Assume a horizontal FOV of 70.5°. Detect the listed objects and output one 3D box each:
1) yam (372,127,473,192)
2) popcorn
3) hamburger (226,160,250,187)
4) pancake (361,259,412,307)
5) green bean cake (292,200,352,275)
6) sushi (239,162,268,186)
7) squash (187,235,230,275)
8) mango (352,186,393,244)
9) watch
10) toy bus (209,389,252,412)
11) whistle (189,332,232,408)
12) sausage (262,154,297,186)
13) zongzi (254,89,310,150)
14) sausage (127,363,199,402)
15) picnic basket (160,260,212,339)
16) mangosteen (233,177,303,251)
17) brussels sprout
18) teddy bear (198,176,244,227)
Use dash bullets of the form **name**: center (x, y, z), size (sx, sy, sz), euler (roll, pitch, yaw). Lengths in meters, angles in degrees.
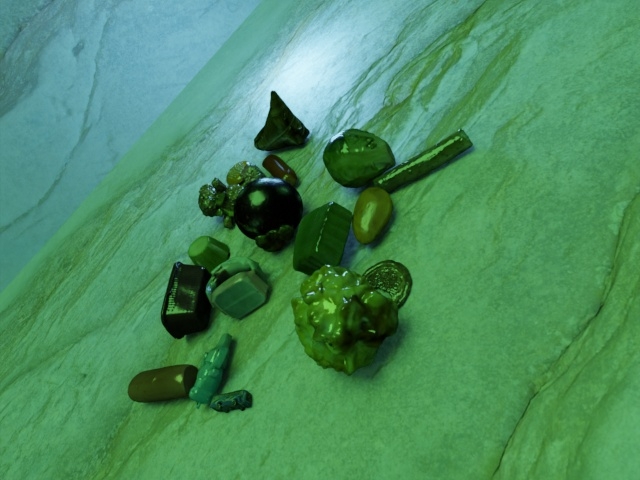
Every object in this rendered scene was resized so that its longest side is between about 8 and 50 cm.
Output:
- **yam**: center (0.358, -0.271, 1.617), size (0.371, 0.083, 0.083), euler (-30, 45, 19)
- **popcorn**: center (0.056, 0.218, 1.330), size (0.312, 0.312, 0.312), euler (-20, 49, 24)
- **hamburger**: center (-0.370, -0.303, 2.162), size (0.162, 0.115, 0.162), euler (-21, 47, 23)
- **pancake**: center (0.205, 0.141, 1.462), size (0.190, 0.020, 0.184), euler (-6, 56, 34)
- **green bean cake**: center (0.000, 0.000, 1.613), size (0.222, 0.125, 0.248), euler (-22, 43, 53)
- **sushi**: center (-0.264, -0.233, 2.028), size (0.107, 0.241, 0.161), euler (-40, 5, 8)
- **squash**: center (-0.494, 0.058, 1.990), size (0.170, 0.123, 0.170), euler (-21, 43, 21)
- **mango**: center (0.179, -0.088, 1.588), size (0.147, 0.109, 0.227), euler (-8, 56, 33)
- **watch**: center (-0.331, 0.167, 1.775), size (0.253, 0.162, 0.241), euler (-32, 32, 10)
- **toy bus**: center (-0.300, 0.541, 1.521), size (0.153, 0.051, 0.061), euler (-20, 43, 25)
- **whistle**: center (-0.384, 0.462, 1.616), size (0.186, 0.093, 0.274), euler (-31, 34, 53)
- **sausage**: center (-0.190, -0.322, 2.064), size (0.089, 0.083, 0.300), euler (-53, 41, 9)
- **zongzi**: center (-0.234, -0.554, 2.122), size (0.286, 0.288, 0.134), euler (-8, 49, 33)
- **sausage**: center (-0.591, 0.536, 1.693), size (0.304, 0.121, 0.121), euler (-16, 50, 26)
- **picnic basket**: center (-0.519, 0.241, 1.824), size (0.129, 0.222, 0.297), euler (-4, 53, 8)
- **mangosteen**: center (-0.201, -0.107, 1.788), size (0.288, 0.288, 0.288), euler (-20, 49, 24)
- **brussels sprout**: center (0.144, -0.313, 1.720), size (0.271, 0.210, 0.219), euler (-3, 32, 26)
- **teddy bear**: center (-0.431, -0.163, 2.027), size (0.222, 0.246, 0.296), euler (-21, 29, -10)
